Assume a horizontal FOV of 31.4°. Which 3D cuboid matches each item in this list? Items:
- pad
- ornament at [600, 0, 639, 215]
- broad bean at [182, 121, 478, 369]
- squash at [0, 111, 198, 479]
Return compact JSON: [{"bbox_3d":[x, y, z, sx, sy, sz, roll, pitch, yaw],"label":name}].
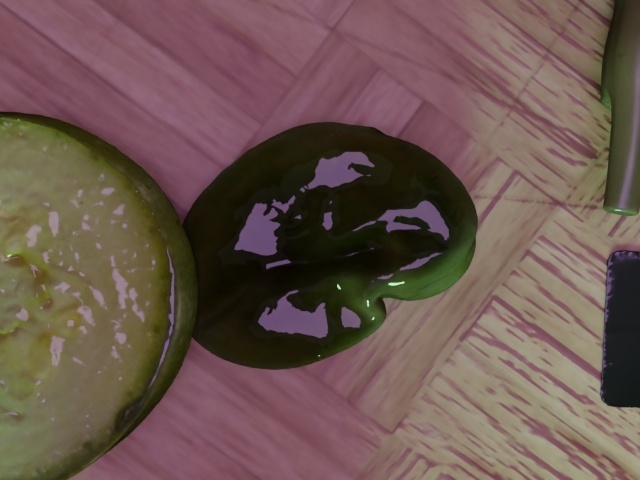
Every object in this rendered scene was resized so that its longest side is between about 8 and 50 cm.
[{"bbox_3d":[0.277,0.064,0.804,0.157,0.003,0.112,2,93,-3],"label":"pad"},{"bbox_3d":[0.248,-0.128,0.763,0.230,0.061,0.244,8,85,-1],"label":"ornament"},{"bbox_3d":[0.000,0.001,0.754,0.207,0.072,0.153,-14,81,0],"label":"broad bean"},{"bbox_3d":[-0.210,0.036,0.742,0.252,0.049,0.252,1,94,7],"label":"squash"}]
